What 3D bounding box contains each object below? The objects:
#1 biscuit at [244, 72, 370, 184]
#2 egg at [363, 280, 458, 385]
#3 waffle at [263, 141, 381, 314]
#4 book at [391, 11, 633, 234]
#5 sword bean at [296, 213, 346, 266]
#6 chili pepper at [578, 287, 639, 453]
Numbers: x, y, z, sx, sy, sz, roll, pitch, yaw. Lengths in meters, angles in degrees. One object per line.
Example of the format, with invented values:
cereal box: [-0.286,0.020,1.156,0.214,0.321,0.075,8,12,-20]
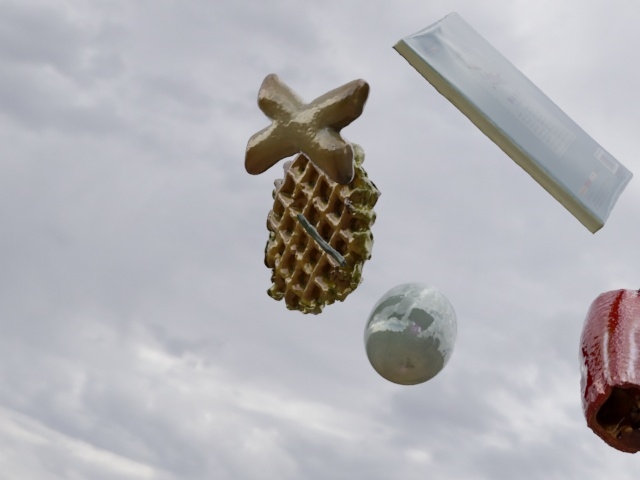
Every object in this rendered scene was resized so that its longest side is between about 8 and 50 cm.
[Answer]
biscuit: [-0.025,-0.172,1.667,0.208,0.164,0.047,9,-5,39]
egg: [0.150,0.146,1.797,0.151,0.209,0.151,9,-55,13]
waffle: [-0.005,-0.031,1.914,0.068,0.324,0.302,9,-18,-34]
book: [0.287,-0.183,1.591,0.379,0.264,0.031,44,-60,5]
sword bean: [0.000,0.000,1.272,0.083,0.012,0.012,46,-16,19]
chili pepper: [0.424,0.133,1.517,0.135,0.338,0.131,20,-49,0]
